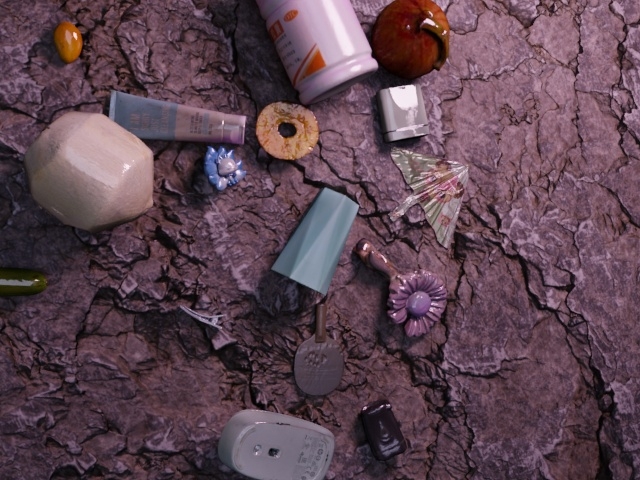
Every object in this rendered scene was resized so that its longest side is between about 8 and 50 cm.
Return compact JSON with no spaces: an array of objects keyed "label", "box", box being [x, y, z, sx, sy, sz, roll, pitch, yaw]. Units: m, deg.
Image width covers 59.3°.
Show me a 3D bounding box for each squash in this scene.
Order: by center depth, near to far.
[{"label":"squash","box":[-0.731,0.091,1.225,0.252,0.066,0.066,0,92,-13]}]

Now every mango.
[{"label":"mango","box":[-0.564,-0.441,1.256,0.060,0.046,0.089,5,103,-10]}]

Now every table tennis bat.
[{"label":"table tennis bat","box":[-0.002,0.276,1.417,0.131,0.022,0.234,2,94,-11]}]

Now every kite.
[{"label":"kite","box":[0.290,-0.128,1.468,0.267,0.013,0.323,-30,97,-10]}]

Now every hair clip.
[{"label":"hair clip","box":[-0.283,0.176,1.347,0.115,0.030,0.039,26,67,-14]},{"label":"hair clip","box":[0.203,0.112,1.428,0.300,0.069,0.173,44,83,-11]}]

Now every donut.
[{"label":"donut","box":[-0.081,-0.263,1.354,0.152,0.058,0.152,-1,97,-8]}]

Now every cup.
[{"label":"cup","box":[0.000,0.000,1.355,0.134,0.148,0.236,26,82,15]}]

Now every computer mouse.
[{"label":"computer mouse","box":[-0.107,0.499,1.362,0.288,0.097,0.159,20,86,-24]}]

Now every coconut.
[{"label":"coconut","box":[-0.473,-0.131,1.190,0.247,0.245,0.245,42,83,-12]}]

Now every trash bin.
[{"label":"trash bin","box":[0.207,-0.319,1.420,0.116,0.059,0.130,-13,93,-12]}]

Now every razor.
[{"label":"razor","box":[0.158,0.484,1.438,0.090,0.054,0.148,-21,95,-11]}]

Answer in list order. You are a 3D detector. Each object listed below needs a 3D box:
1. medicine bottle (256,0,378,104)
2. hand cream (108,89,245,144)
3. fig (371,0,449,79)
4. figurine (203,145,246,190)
[{"label":"medicine bottle","box":[-0.018,-0.496,1.291,0.202,0.202,0.316,-26,97,-10]},{"label":"hand cream","box":[-0.332,-0.277,1.302,0.312,0.070,0.111,4,94,-9]},{"label":"fig","box":[0.227,-0.490,1.353,0.205,0.205,0.205,0,92,-12]},{"label":"figurine","box":[-0.232,-0.176,1.318,0.114,0.079,0.114,6,80,-36]}]
